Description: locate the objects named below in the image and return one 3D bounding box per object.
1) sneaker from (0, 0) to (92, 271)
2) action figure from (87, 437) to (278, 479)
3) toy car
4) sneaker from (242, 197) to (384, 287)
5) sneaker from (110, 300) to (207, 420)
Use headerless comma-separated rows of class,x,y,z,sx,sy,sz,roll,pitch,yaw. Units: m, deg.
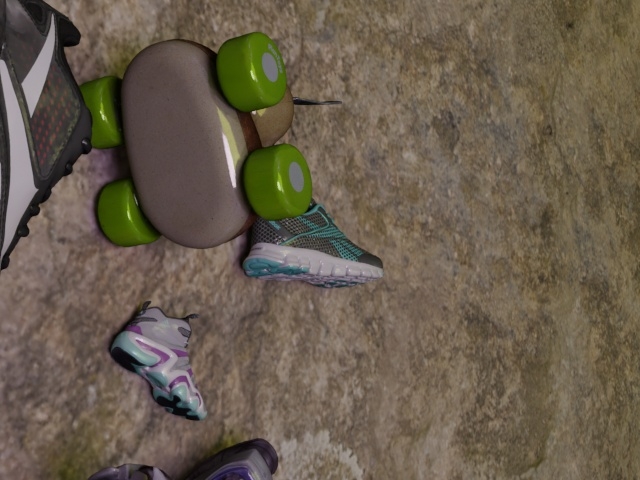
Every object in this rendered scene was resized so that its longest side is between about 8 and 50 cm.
sneaker,-0.204,-0.040,0.593,0.135,0.098,0.276,16,71,-46
action figure,-0.070,0.213,0.612,0.285,0.099,0.185,42,26,-87
toy car,-0.064,-0.082,0.746,0.188,0.155,0.148,-27,105,-62
sneaker,0.000,0.000,0.868,0.166,0.065,0.076,14,70,-51
sneaker,-0.107,0.086,0.739,0.098,0.038,0.069,54,48,-31
